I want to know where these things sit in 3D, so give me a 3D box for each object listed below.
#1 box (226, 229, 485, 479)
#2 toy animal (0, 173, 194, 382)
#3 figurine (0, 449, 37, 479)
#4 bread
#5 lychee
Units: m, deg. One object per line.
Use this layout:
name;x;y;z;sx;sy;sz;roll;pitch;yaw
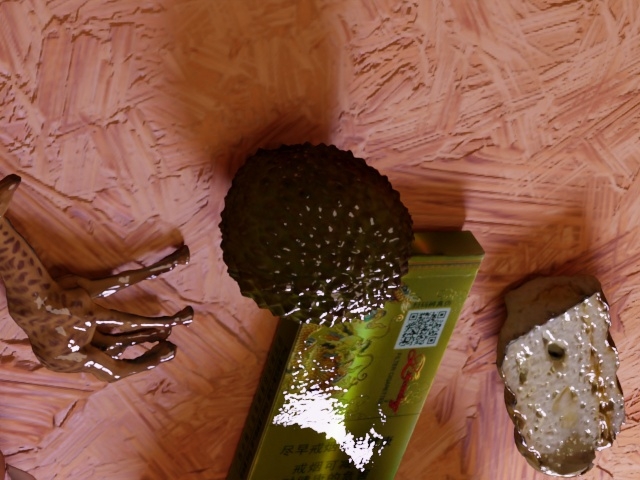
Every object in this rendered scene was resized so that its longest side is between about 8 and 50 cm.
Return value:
box;0.029;0.124;1.799;0.173;0.043;0.311;-3;129;-28
toy animal;-0.210;0.040;1.580;0.275;0.054;0.149;26;109;-42
figurine;-0.286;0.249;1.614;0.200;0.133;0.276;7;161;2
bread;0.234;0.134;1.902;0.128;0.088;0.232;-31;131;-15
lychee;0.000;0.000;1.580;0.171;0.171;0.171;-16;134;-17
